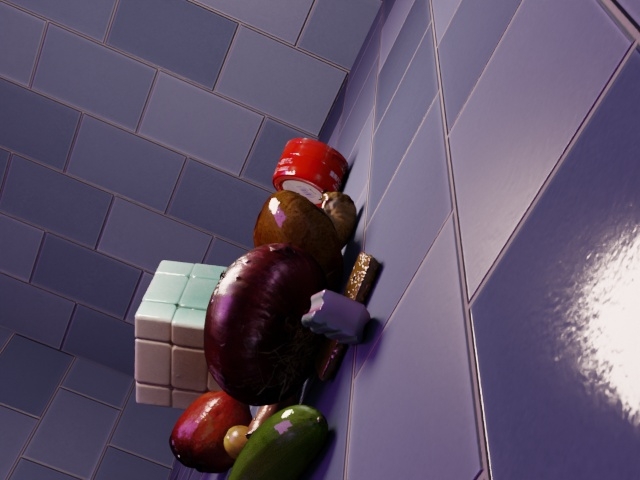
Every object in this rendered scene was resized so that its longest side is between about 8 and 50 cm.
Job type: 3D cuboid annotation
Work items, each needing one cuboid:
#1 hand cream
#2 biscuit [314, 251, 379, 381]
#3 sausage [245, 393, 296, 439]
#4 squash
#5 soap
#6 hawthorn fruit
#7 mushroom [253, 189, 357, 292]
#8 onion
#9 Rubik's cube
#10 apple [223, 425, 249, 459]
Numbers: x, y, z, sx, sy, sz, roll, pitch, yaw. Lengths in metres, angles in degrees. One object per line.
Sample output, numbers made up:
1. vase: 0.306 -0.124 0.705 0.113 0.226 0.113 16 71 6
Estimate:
1. hand cream: -0.028 -0.181 2.380 0.193 0.193 0.125 132 160 -69
2. biscuit: 0.046 0.131 1.520 0.131 0.025 0.230 -141 74 -82
3. sausage: -0.079 0.296 1.737 0.304 0.078 0.078 -70 7 -46
4. squash: -0.091 0.384 1.431 0.107 0.107 0.395 -75 10 -48
5. soap: 0.027 0.125 1.385 0.149 0.100 0.056 140 154 -76
6. hawthorn fruit: -0.251 0.455 2.140 0.251 0.190 0.189 -55 4 -13
7. mushroom: -0.024 0.009 1.822 0.255 0.267 0.267 -32 11 4
8. onion: -0.105 0.148 1.616 0.314 0.232 0.313 -39 -41 -46
9. Rubik's cube: -0.347 0.278 2.512 0.321 0.316 0.318 -83 0 -61
10. apple: -0.185 0.465 1.993 0.084 0.071 0.083 -158 90 -83
